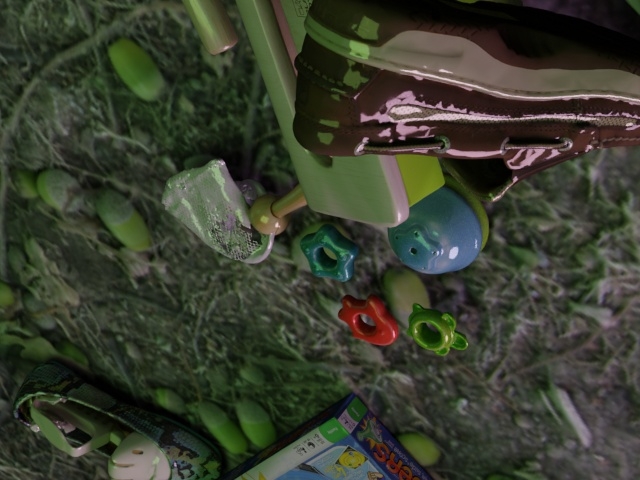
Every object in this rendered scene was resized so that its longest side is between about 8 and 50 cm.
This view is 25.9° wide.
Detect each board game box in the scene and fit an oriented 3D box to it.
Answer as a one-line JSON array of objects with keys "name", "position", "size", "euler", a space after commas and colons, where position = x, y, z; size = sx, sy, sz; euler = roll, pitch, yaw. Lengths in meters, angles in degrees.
[{"name": "board game box", "position": [0.004, 0.215, 1.096], "size": [0.136, 0.035, 0.201], "euler": [47, 133, -4]}]

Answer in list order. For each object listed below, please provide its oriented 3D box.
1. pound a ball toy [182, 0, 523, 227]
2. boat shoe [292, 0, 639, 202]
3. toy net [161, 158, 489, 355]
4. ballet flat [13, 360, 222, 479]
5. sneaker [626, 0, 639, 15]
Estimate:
[{"name": "pound a ball toy", "position": [-0.025, -0.161, 0.744], "size": [0.136, 0.208, 0.319], "euler": [17, 133, 54]}, {"name": "boat shoe", "position": [0.093, -0.069, 0.719], "size": [0.095, 0.257, 0.095], "euler": [45, 122, 52]}, {"name": "toy net", "position": [0.000, 0.000, 0.950], "size": [0.232, 0.045, 0.122], "euler": [14, 129, 26]}, {"name": "ballet flat", "position": [-0.174, 0.166, 1.155], "size": [0.188, 0.070, 0.070], "euler": [23, 130, 17]}, {"name": "sneaker", "position": [0.160, -0.175, 0.704], "size": [0.071, 0.083, 0.191], "euler": [-25, 104, 42]}]
